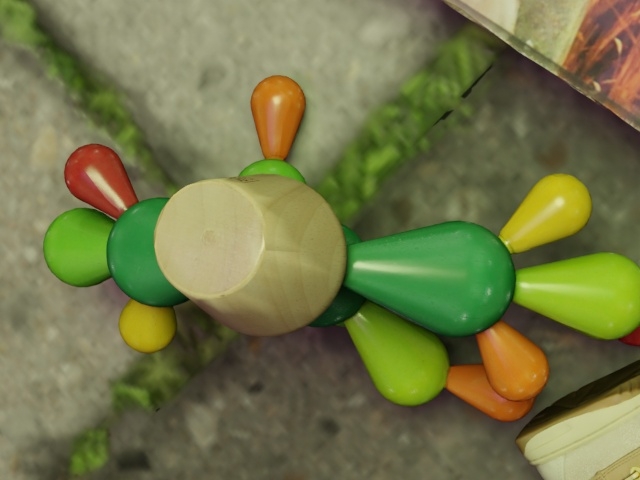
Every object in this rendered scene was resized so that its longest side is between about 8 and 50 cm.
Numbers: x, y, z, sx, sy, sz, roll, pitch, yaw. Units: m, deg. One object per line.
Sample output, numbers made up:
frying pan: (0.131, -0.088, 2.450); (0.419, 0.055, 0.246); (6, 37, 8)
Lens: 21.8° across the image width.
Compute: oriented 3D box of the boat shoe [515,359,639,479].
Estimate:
boat shoe: (0.131, 0.057, 0.563); (0.135, 0.050, 0.045); (-30, 92, 39)

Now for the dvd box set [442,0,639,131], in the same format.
dvd box set: (0.093, -0.283, 0.486); (0.307, 0.062, 0.420); (36, 115, 14)

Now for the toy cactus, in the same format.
toy cactus: (0.000, 0.000, 0.545); (0.219, 0.180, 0.112); (16, 89, 17)
